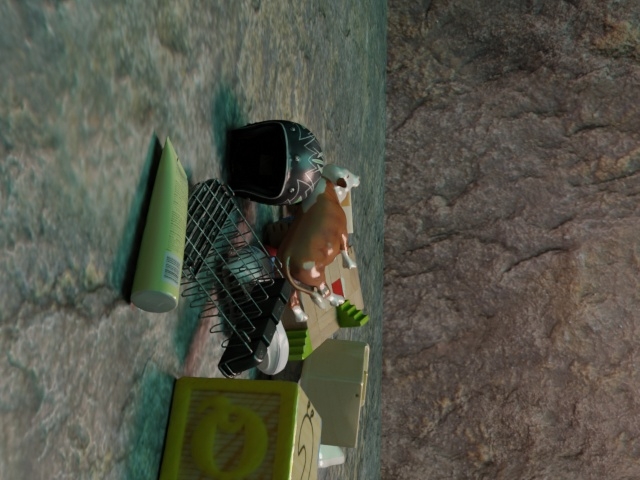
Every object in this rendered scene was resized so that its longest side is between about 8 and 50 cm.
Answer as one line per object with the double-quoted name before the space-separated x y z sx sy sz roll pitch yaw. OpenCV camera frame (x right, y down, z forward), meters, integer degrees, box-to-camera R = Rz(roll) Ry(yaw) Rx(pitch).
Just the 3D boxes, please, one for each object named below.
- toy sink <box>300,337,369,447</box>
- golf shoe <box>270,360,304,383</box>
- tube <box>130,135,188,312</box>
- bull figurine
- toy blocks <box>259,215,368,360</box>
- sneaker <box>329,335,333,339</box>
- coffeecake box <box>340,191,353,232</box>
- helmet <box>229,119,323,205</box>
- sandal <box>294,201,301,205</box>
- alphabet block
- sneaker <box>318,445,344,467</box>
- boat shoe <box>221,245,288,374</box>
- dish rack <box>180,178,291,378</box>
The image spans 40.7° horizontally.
"toy sink" 0.030 0.293 1.777 0.234 0.131 0.152 -78 173 -69
"golf shoe" -0.075 0.287 1.809 0.086 0.069 0.176 -7 97 -73
"tube" -0.208 -0.019 1.162 0.070 0.062 0.240 -40 -142 47
"bull figurine" 0.000 0.000 1.587 0.310 0.101 0.188 -59 137 -44
"toy blocks" -0.027 0.060 1.771 0.381 0.191 0.260 -31 112 -63
"sneaker" -0.001 0.203 2.008 0.228 0.086 0.132 -69 -179 -59
"coffeecake box" 0.019 -0.092 2.001 0.185 0.068 0.142 -151 -124 -77
"helmet" -0.074 -0.138 1.534 0.169 0.162 0.169 1 90 -79
"sandal" -0.048 -0.111 1.976 0.180 0.049 0.072 -100 -169 -67
"alphabet block" -0.113 0.324 1.295 0.197 0.194 0.192 68 24 -62
"sneaker" 0.006 0.479 2.141 0.256 0.094 0.151 45 44 -76
"boat shoe" -0.126 0.137 1.523 0.084 0.095 0.258 -33 121 -39
"dish rack" -0.147 0.049 1.323 0.271 0.074 0.208 58 30 -27
